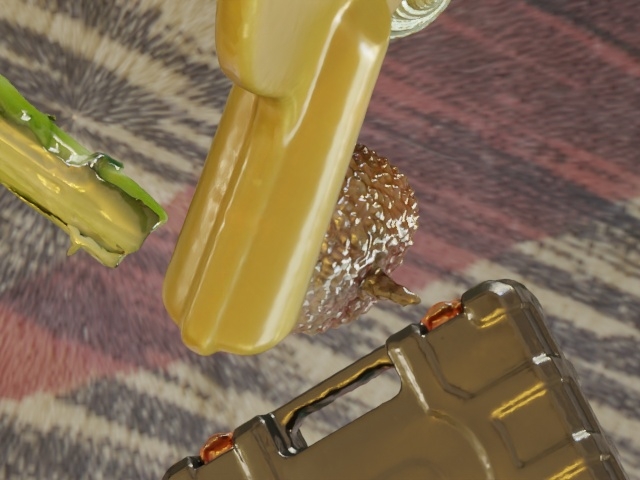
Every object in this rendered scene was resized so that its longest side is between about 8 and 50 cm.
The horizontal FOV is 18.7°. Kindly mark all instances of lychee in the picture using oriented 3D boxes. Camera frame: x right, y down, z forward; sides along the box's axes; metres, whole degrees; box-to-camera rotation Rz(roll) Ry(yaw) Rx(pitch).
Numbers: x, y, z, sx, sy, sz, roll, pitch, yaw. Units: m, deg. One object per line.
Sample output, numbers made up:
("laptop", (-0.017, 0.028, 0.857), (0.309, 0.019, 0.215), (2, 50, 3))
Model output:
("lychee", (0.000, 0.000, 1.486), (0.165, 0.165, 0.197), (-45, 69, -3))

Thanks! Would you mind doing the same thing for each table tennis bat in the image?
("table tennis bat", (0.012, -0.091, 0.615), (0.050, 0.198, 0.321), (29, 124, 11))

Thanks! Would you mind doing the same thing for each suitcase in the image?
("suitcase", (0.051, 0.174, 1.249), (0.285, 0.066, 0.206), (-32, 71, 16))

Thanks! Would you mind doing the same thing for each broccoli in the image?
("broccoli", (-0.149, -0.065, 0.808), (0.204, 0.118, 0.122), (45, 44, 1))

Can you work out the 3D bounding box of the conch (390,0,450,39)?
("conch", (0.028, -0.203, 1.459), (0.135, 0.153, 0.102), (9, 89, -46))
